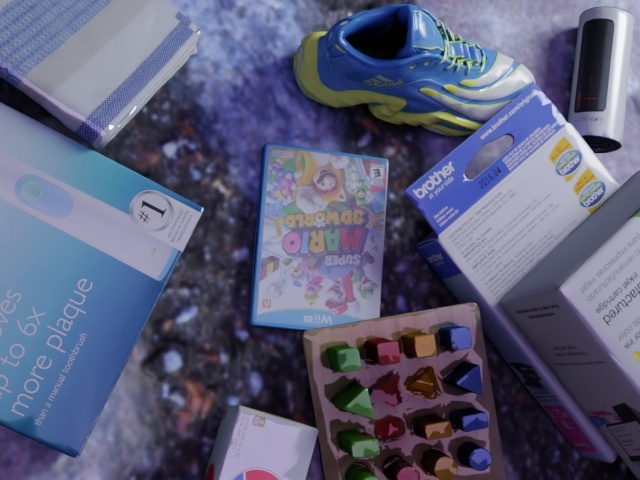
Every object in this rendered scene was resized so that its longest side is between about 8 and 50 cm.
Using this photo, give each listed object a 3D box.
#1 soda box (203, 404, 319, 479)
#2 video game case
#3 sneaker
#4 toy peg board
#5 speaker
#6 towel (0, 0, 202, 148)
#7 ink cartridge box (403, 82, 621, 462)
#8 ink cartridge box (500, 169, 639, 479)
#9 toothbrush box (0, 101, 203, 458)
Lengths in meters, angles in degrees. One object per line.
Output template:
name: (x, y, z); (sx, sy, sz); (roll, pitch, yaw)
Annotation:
soda box: (-0.070, 0.248, 0.881); (0.073, 0.069, 0.216); (19, 76, -12)
video game case: (0.000, 0.000, 0.971); (0.119, 0.015, 0.166); (7, 79, -15)
sneaker: (0.101, -0.153, 0.966); (0.240, 0.126, 0.091); (1, 81, -15)
toy peg board: (0.078, 0.145, 0.916); (0.160, 0.079, 0.161); (-9, 89, -8)
speaker: (0.275, -0.156, 1.055); (0.055, 0.055, 0.136); (12, 78, -14)
towel: (-0.246, -0.205, 0.872); (0.285, 0.034, 0.209); (36, 38, -8)
ink cartridge box: (0.225, 0.028, 1.006); (0.185, 0.065, 0.311); (-40, 96, -18)
ink cartridge box: (0.328, 0.093, 0.934); (0.201, 0.117, 0.278); (-40, 95, -17)
toothbrush box: (-0.274, 0.009, 0.834); (0.295, 0.126, 0.216); (28, 74, -8)
